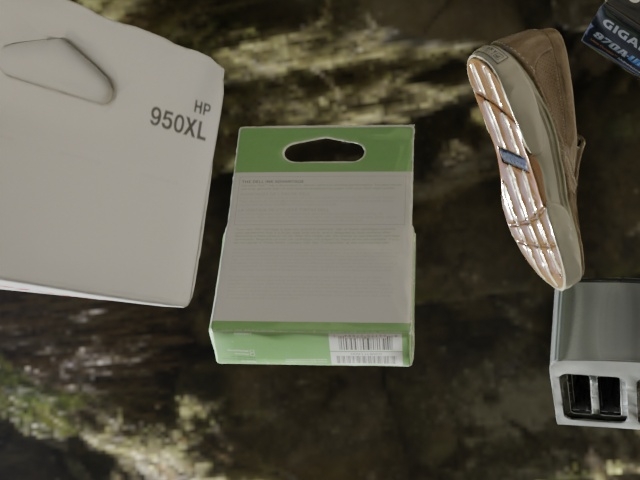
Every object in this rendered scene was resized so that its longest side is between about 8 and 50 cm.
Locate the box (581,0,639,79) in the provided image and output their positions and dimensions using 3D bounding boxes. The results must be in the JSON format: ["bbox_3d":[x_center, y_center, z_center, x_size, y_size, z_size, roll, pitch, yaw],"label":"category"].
[{"bbox_3d":[0.323,-0.179,0.987,0.220,0.175,0.051,-50,-9,-27],"label":"box"}]

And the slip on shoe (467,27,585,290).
[{"bbox_3d":[0.109,-0.038,0.637,0.051,0.041,0.135,35,151,61],"label":"slip on shoe"}]

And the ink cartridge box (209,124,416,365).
[{"bbox_3d":[0.000,0.000,1.184,0.056,0.171,0.235,83,-171,-49],"label":"ink cartridge box"}]

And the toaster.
[{"bbox_3d":[0.323,0.116,1.357,0.185,0.168,0.110,72,-155,-52],"label":"toaster"}]

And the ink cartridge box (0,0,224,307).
[{"bbox_3d":[-0.302,-0.064,0.847,0.285,0.395,0.166,12,-97,-51],"label":"ink cartridge box"}]
